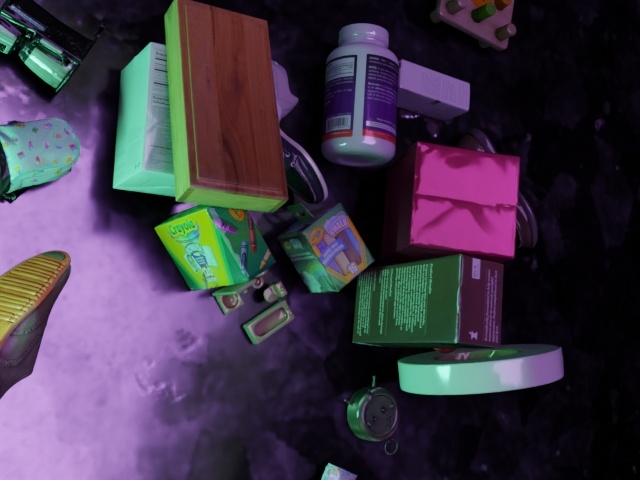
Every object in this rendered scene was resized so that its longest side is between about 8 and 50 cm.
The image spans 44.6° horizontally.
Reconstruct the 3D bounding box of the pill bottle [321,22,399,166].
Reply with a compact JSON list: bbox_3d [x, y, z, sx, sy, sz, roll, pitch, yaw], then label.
[{"bbox_3d":[0.099,-0.351,1.900,0.181,0.181,0.323,9,80,-30],"label":"pill bottle"}]

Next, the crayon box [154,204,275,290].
[{"bbox_3d":[-0.223,0.007,1.608,0.081,0.278,0.165,-35,102,-31],"label":"crayon box"}]

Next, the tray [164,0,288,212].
[{"bbox_3d":[-0.185,-0.265,1.516,0.202,0.076,0.411,6,66,-31],"label":"tray"}]

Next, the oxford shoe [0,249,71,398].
[{"bbox_3d":[-0.588,0.176,1.487,0.364,0.130,0.133,-58,145,-30],"label":"oxford shoe"}]

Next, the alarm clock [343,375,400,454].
[{"bbox_3d":[0.142,0.440,1.902,0.129,0.064,0.192,-34,104,-29],"label":"alarm clock"}]

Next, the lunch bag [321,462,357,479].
[{"bbox_3d":[0.034,0.565,1.826,0.083,0.053,0.071,32,71,-34],"label":"lunch bag"}]

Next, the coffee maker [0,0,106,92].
[{"bbox_3d":[-0.559,-0.413,1.569,0.178,0.120,0.171,36,44,-23],"label":"coffee maker"}]

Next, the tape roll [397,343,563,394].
[{"bbox_3d":[0.381,0.305,1.868,0.392,0.392,0.072,-3,86,-31],"label":"tape roll"}]

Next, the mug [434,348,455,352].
[{"bbox_3d":[0.299,0.231,1.989,0.169,0.113,0.150,20,57,-32],"label":"mug"}]

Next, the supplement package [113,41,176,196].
[{"bbox_3d":[-0.304,-0.240,1.635,0.198,0.199,0.263,7,80,-31],"label":"supplement package"}]

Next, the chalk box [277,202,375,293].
[{"bbox_3d":[0.000,0.000,1.828,0.132,0.132,0.213,-37,104,-28],"label":"chalk box"}]

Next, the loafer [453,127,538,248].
[{"bbox_3d":[0.464,-0.124,2.140,0.130,0.134,0.366,-31,91,-3],"label":"loafer"}]

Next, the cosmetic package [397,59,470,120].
[{"bbox_3d":[0.269,-0.390,2.045,0.231,0.117,0.086,10,78,-29],"label":"cosmetic package"}]

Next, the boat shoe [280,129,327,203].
[{"bbox_3d":[-0.123,-0.200,1.781,0.113,0.127,0.340,-44,104,-28],"label":"boat shoe"}]

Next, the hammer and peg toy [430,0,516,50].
[{"bbox_3d":[0.397,-0.711,2.152,0.361,0.127,0.266,19,75,-28],"label":"hammer and peg toy"}]

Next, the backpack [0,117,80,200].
[{"bbox_3d":[-0.563,-0.168,1.523,0.182,0.115,0.152,-17,90,-34],"label":"backpack"}]

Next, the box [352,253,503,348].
[{"bbox_3d":[0.239,0.150,1.805,0.143,0.381,0.191,11,78,-30],"label":"box"}]

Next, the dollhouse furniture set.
[{"bbox_3d":[-0.126,0.145,1.739,0.144,0.123,0.151,-33,101,-29],"label":"dollhouse furniture set"}]

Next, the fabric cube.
[{"bbox_3d":[0.312,-0.078,1.916,0.258,0.254,0.259,7,81,-9],"label":"fabric cube"}]

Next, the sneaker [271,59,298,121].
[{"bbox_3d":[-0.147,-0.399,1.821,0.121,0.099,0.262,-42,113,-35],"label":"sneaker"}]
